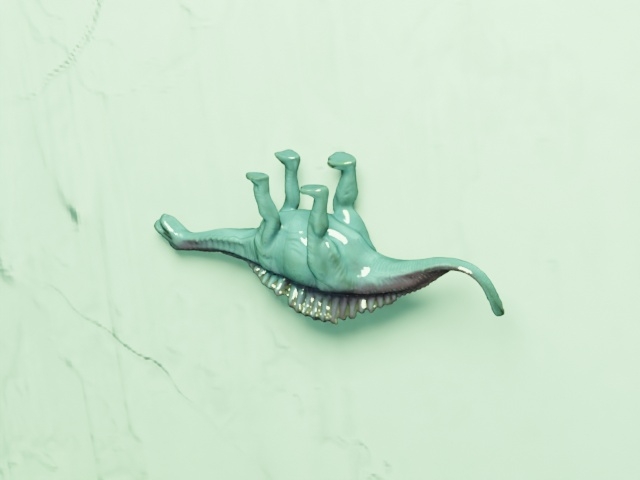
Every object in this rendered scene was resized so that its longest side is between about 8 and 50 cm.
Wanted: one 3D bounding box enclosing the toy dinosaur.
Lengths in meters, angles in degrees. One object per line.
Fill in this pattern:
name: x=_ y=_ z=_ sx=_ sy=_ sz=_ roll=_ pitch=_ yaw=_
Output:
toy dinosaur: x=0.000 y=0.000 z=0.778 sx=0.197 sy=0.045 sz=0.080 roll=12 pitch=123 yaw=25
